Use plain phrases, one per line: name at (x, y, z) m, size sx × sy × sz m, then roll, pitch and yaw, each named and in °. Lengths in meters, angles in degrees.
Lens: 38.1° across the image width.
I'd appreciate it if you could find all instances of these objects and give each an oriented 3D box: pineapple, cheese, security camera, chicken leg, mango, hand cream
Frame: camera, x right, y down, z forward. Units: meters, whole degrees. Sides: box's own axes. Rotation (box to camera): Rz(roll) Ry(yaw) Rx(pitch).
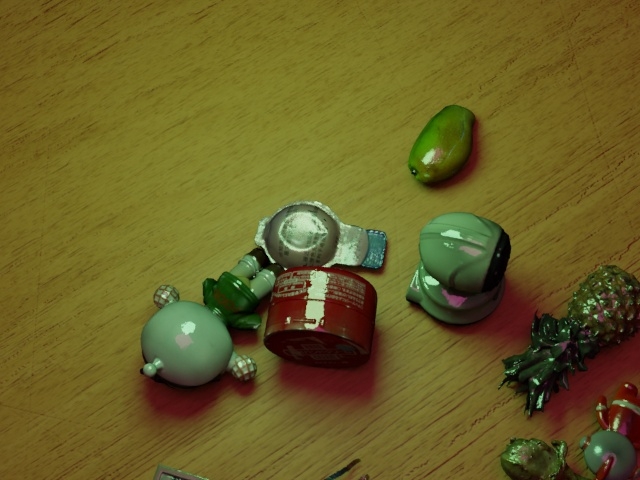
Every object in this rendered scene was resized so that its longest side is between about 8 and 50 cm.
pineapple at (0.497, 0.199, 1.865) m, size 0.364 × 0.165 × 0.165 m, roll -37°, pitch 69°, yaw -10°
cheese at (0.000, 0.000, 2.026) m, size 0.285 × 0.074 × 0.189 m, roll 8°, pitch 67°, yaw 3°
security camera at (0.288, 0.044, 1.876) m, size 0.191 × 0.277 × 0.197 m, roll 22°, pitch 69°, yaw 14°
chicken leg at (0.456, 0.446, 1.795) m, size 0.227 × 0.088 × 0.103 m, roll 19°, pitch 44°, yaw 1°
mango at (0.285, -0.221, 2.089) m, size 0.125 × 0.111 × 0.233 m, roll 38°, pitch 61°, yaw 6°
hand cream at (0.002, 0.156, 1.875) m, size 0.230 × 0.230 × 0.149 m, roll 5°, pitch 66°, yaw 6°

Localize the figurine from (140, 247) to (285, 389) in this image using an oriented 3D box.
figurine at (-0.225, 0.167, 1.921) m, size 0.281 × 0.167 × 0.370 m, roll 40°, pitch 65°, yaw 14°

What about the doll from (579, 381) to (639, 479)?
doll at (0.583, 0.387, 1.805) m, size 0.142 × 0.076 × 0.245 m, roll 29°, pitch 59°, yaw 16°

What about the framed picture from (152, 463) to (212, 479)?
framed picture at (-0.224, 0.575, 1.815) m, size 0.281 × 0.019 × 0.209 m, roll 12°, pitch 67°, yaw 9°

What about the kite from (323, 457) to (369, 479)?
kite at (-0.008, 0.522, 1.815) m, size 0.245 × 0.015 × 0.141 m, roll -29°, pitch 77°, yaw -12°
